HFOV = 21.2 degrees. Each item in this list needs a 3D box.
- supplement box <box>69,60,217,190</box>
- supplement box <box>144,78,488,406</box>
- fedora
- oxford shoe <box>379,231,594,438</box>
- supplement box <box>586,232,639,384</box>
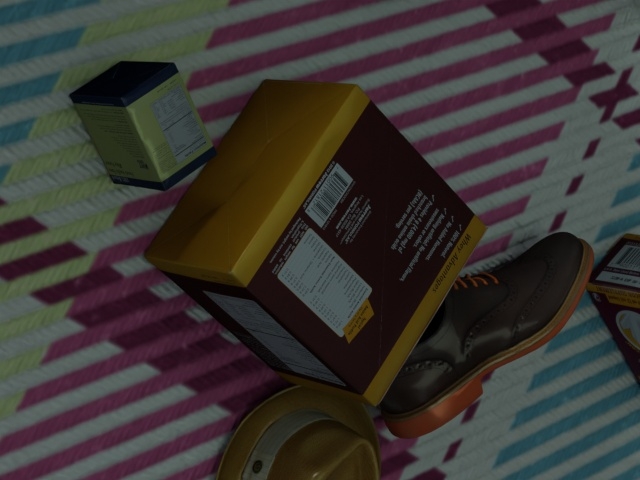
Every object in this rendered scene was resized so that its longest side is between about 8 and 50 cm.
[{"bbox_3d":[-0.138,-0.090,1.333,0.056,0.083,0.083,-37,116,-27],"label":"supplement box"},{"bbox_3d":[0.000,0.000,1.423,0.194,0.129,0.191,45,69,-33],"label":"supplement box"},{"bbox_3d":[-0.001,0.221,1.484,0.194,0.079,0.194,-6,99,-37],"label":"fedora"},{"bbox_3d":[0.148,0.063,1.570,0.271,0.097,0.098,-41,113,-26],"label":"oxford shoe"},{"bbox_3d":[0.361,0.091,1.729,0.081,0.104,0.188,-45,120,-23],"label":"supplement box"}]
